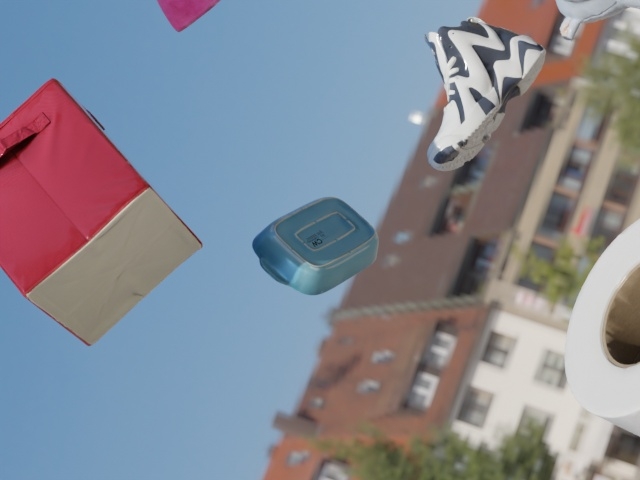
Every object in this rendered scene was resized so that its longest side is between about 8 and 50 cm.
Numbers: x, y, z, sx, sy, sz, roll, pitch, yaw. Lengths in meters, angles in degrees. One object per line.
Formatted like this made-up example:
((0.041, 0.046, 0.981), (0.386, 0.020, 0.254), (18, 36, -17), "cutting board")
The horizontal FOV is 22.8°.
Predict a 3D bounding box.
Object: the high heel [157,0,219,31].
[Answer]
((-0.010, -0.209, 1.085), (0.082, 0.244, 0.117), (-63, -35, -62), "high heel")

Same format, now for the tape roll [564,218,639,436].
((0.402, 0.105, 1.692), (0.246, 0.169, 0.246), (-45, 30, 35), "tape roll")

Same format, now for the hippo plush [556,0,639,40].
((0.443, -0.404, 2.246), (0.294, 0.236, 0.234), (41, -123, -54), "hippo plush")

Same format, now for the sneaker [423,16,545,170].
((0.181, -0.211, 2.150), (0.235, 0.153, 0.094), (-51, -17, -13), "sneaker")

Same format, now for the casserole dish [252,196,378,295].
((0.000, 0.000, 1.952), (0.188, 0.114, 0.037), (-29, -26, -47), "casserole dish")

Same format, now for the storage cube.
((-0.279, -0.029, 1.793), (0.183, 0.193, 0.215), (-42, -27, -3), "storage cube")
